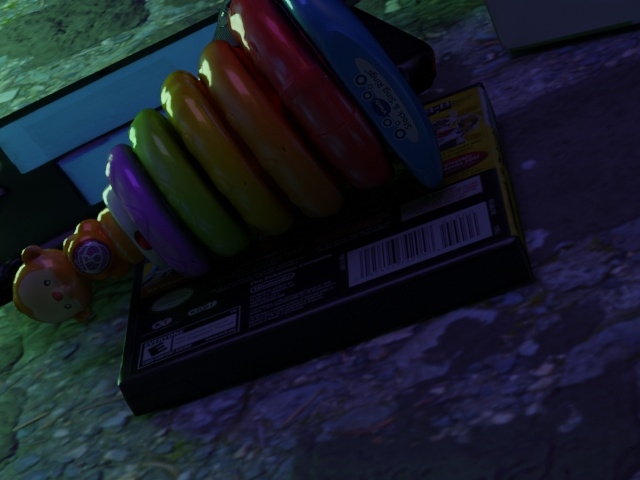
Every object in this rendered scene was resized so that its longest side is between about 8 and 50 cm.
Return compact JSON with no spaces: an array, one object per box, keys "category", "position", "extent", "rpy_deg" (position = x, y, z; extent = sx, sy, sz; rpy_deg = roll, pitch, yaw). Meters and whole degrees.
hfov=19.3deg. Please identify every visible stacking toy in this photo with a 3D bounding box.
[{"category":"stacking toy","position":[-0.084,-0.042,1.260],"extent":[0.302,0.175,0.165],"rpy_deg":[-36,28,3]}]

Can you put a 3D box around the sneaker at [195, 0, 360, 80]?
[{"category":"sneaker","position":[-0.046,-0.216,1.442],"extent":[0.101,0.153,0.268],"rpy_deg":[-9,28,28]}]

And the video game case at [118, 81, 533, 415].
[{"category":"video game case","position":[0.000,0.000,1.292],"extent":[0.275,0.035,0.248],"rpy_deg":[-20,27,10]}]

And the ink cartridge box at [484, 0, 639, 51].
[{"category":"ink cartridge box","position":[0.247,-0.278,1.510],"extent":[0.198,0.114,0.273],"rpy_deg":[-11,29,25]}]

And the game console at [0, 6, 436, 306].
[{"category":"game console","position":[-0.130,-0.090,1.493],"extent":[0.387,0.060,0.342],"rpy_deg":[-28,19,-10]}]
